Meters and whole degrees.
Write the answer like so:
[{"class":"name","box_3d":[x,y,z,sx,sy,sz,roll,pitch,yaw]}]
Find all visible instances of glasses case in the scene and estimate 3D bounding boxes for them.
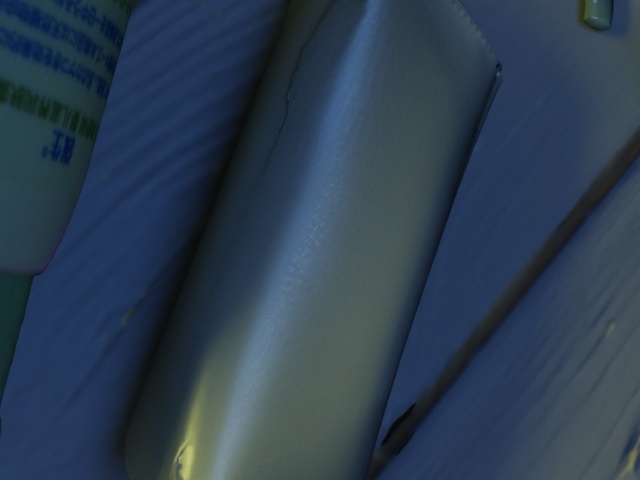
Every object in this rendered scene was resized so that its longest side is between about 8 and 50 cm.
[{"class":"glasses case","box_3d":[0.002,0.001,0.645,0.128,0.083,0.308,29,73,-31]}]

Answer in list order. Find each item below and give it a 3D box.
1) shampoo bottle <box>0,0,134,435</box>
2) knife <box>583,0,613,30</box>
[{"class":"shampoo bottle","box_3d":[-0.169,-0.055,0.492,0.151,0.222,0.350,14,89,9]},{"class":"knife","box_3d":[0.158,-0.236,0.784,0.028,0.015,0.210,-14,94,-24]}]
